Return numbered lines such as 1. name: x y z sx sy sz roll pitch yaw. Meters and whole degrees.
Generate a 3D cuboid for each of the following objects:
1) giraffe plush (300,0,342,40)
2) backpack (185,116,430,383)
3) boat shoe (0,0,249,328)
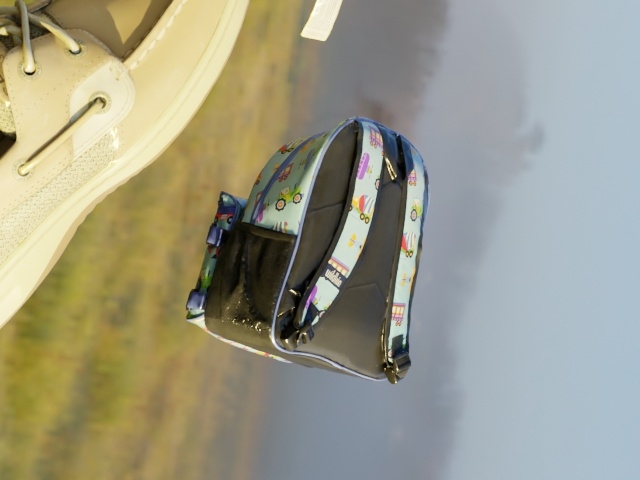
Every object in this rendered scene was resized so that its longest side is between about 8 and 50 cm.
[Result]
1. giraffe plush: 0.016 -0.269 1.311 0.210 0.181 0.170 -50 -139 19
2. backpack: 0.000 0.000 1.329 0.158 0.117 0.173 21 81 -50
3. boat shoe: -0.151 -0.077 1.025 0.302 0.098 0.109 -51 -135 -1
